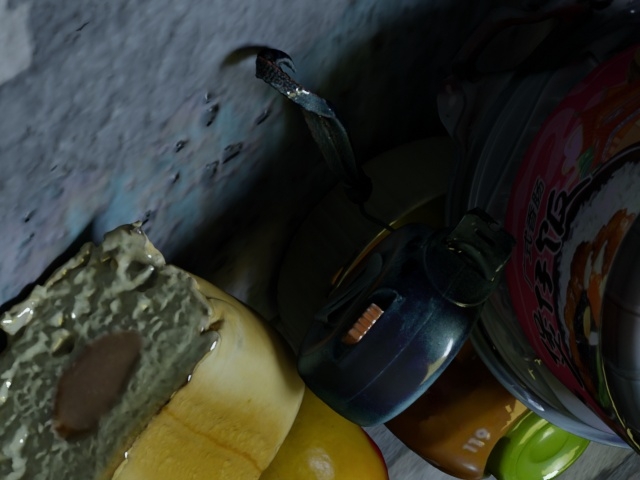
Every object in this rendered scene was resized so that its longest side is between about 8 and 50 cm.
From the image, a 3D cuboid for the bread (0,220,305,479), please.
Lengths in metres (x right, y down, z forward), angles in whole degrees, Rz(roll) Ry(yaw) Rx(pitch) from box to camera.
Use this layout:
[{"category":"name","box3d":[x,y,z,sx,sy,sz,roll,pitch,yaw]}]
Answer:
[{"category":"bread","box3d":[-0.082,0.075,0.786,0.134,0.085,0.173,-53,158,-7]}]

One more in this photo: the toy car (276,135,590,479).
[{"category":"toy car","box3d":[0.081,0.016,0.946,0.235,0.145,0.235,-23,138,-23]}]

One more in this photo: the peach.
[{"category":"peach","box3d":[-0.023,0.149,0.949,0.138,0.138,0.138,-38,157,-20]}]

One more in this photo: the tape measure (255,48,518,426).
[{"category":"tape measure","box3d":[-0.002,-0.001,0.782,0.180,0.104,0.107,44,77,-24]}]

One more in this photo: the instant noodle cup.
[{"category":"instant noodle cup","box3d":[0.200,0.012,0.798,0.258,0.302,0.181,-61,-164,11]}]
